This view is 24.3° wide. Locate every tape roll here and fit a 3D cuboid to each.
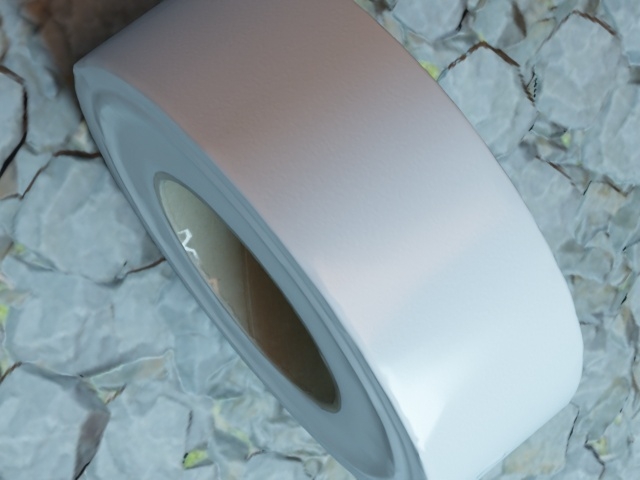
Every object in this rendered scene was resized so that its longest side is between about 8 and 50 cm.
[{"bbox_3d":[0.000,0.000,0.746,0.100,0.286,0.286,-38,118,-15],"label":"tape roll"}]
